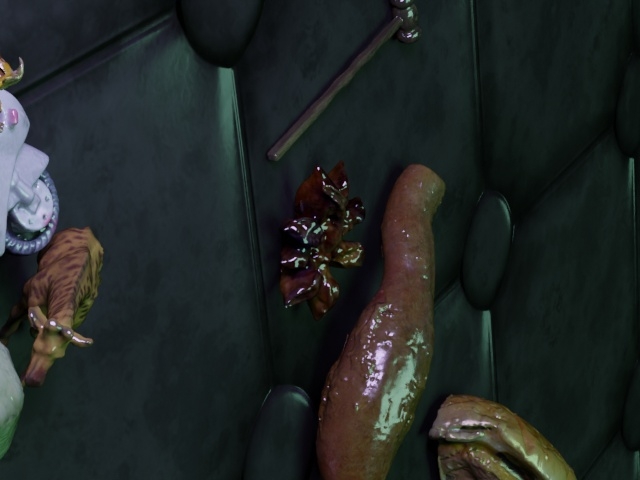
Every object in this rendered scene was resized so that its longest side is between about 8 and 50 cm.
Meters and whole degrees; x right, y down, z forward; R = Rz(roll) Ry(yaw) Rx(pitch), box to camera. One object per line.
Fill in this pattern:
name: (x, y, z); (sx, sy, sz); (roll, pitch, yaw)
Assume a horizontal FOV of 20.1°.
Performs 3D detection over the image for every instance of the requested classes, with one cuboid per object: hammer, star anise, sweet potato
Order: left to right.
star anise: (0.000, 0.000, 1.786); (0.168, 0.057, 0.168); (-48, 147, -46)
hammer: (0.025, -0.160, 1.817); (0.292, 0.029, 0.058); (-50, 137, -41)
sweet potato: (0.072, 0.099, 1.898); (0.109, 0.109, 0.385); (37, 65, -58)

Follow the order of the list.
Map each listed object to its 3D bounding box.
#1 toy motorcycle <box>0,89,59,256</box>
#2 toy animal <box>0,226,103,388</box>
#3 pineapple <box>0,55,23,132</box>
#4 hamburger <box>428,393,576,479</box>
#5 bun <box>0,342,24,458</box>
toy motorcycle: (-0.282, -0.047, 1.225); (0.260, 0.110, 0.170); (-19, 98, -51)
toy animal: (-0.192, 0.050, 1.302); (0.054, 0.275, 0.149); (31, 72, -12)
pineapple: (-0.255, -0.105, 1.154); (0.135, 0.079, 0.233); (2, 69, -43)
hamburger: (0.221, 0.256, 2.175); (0.135, 0.155, 0.207); (-62, 139, -38)
bun: (-0.300, 0.119, 1.177); (0.204, 0.212, 0.126); (-21, 75, -33)
